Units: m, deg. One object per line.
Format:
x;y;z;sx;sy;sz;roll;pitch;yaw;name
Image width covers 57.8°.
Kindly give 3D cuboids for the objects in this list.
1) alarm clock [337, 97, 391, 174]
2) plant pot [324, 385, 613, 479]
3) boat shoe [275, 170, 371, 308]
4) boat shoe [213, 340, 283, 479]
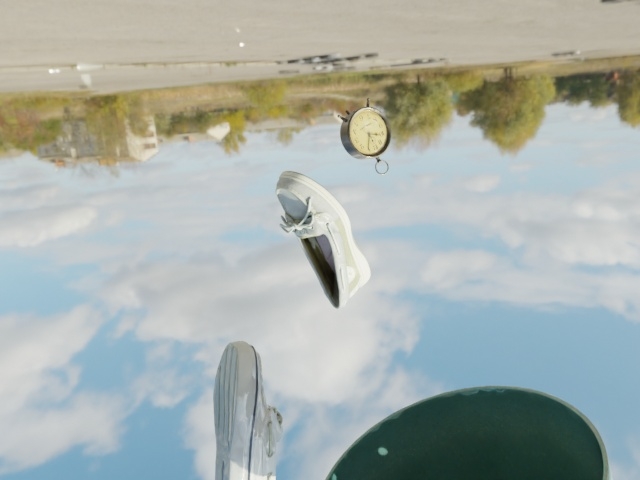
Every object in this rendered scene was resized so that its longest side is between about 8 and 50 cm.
0.122;-0.255;1.485;0.129;0.192;0.064;-33;-169;-23;alarm clock
0.163;0.315;0.592;0.290;0.196;0.290;-21;-168;5;plant pot
-0.001;0.001;1.173;0.118;0.320;0.103;9;-130;42;boat shoe
-0.084;0.226;0.702;0.075;0.227;0.083;-1;-165;-29;boat shoe
